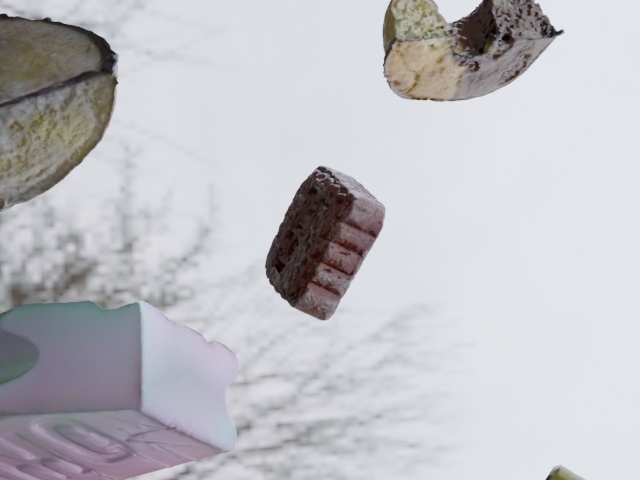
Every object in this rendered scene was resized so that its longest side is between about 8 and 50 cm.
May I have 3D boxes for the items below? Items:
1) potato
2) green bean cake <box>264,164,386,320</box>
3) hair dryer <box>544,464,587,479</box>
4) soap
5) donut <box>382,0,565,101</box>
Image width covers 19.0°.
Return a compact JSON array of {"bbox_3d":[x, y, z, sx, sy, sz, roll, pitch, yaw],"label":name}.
[{"bbox_3d":[-0.263,-0.078,1.324,0.120,0.261,0.100,-112,-171,-49],"label":"potato"},{"bbox_3d":[0.000,0.000,1.919,0.135,0.056,0.136,-64,-157,8],"label":"green bean cake"},{"bbox_3d":[0.352,0.330,2.008,0.135,0.278,0.090,-56,169,-22],"label":"hair dryer"},{"bbox_3d":[-0.255,0.148,1.704,0.323,0.193,0.109,-17,-123,32],"label":"soap"},{"bbox_3d":[0.154,-0.236,2.263,0.141,0.217,0.085,-56,-135,50],"label":"donut"}]
